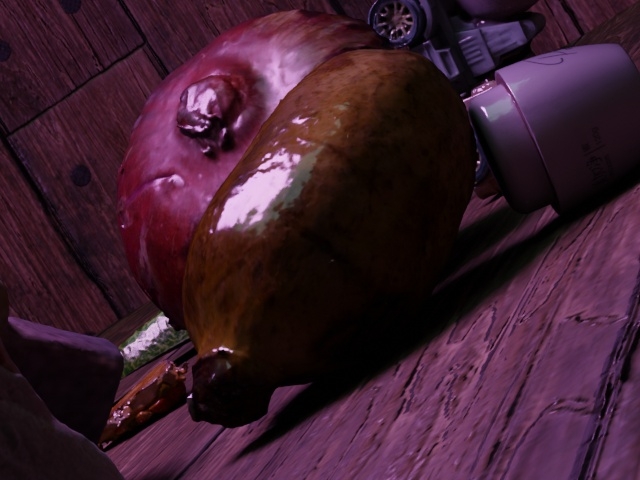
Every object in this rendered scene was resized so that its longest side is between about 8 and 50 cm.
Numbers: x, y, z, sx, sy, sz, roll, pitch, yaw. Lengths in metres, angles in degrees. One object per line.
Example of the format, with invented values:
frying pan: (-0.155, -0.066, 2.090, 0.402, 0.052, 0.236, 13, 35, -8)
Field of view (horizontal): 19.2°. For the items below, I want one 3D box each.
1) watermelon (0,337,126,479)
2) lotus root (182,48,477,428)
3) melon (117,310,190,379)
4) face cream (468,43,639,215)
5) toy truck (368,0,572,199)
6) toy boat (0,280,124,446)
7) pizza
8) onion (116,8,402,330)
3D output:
watermelon: (-0.211, 0.125, 0.881, 0.228, 0.258, 0.387, -68, -11, -58)
lotus root: (0.000, 0.000, 1.040, 0.145, 0.128, 0.260, -39, 15, 54)
melon: (-0.130, 0.083, 1.735, 0.262, 0.053, 0.114, -33, -4, -18)
face cream: (0.140, -0.065, 1.085, 0.095, 0.091, 0.091, -24, 4, 1)
toy truck: (0.121, -0.172, 1.413, 0.140, 0.256, 0.108, -24, 6, 24)
toy boat: (-0.251, 0.094, 1.070, 0.293, 0.111, 0.276, 22, -38, -34)
pizza: (-0.138, 0.128, 1.394, 0.099, 0.029, 0.100, -41, 3, -13)
onion: (-0.024, -0.043, 1.250, 0.246, 0.190, 0.246, -22, 44, 23)
